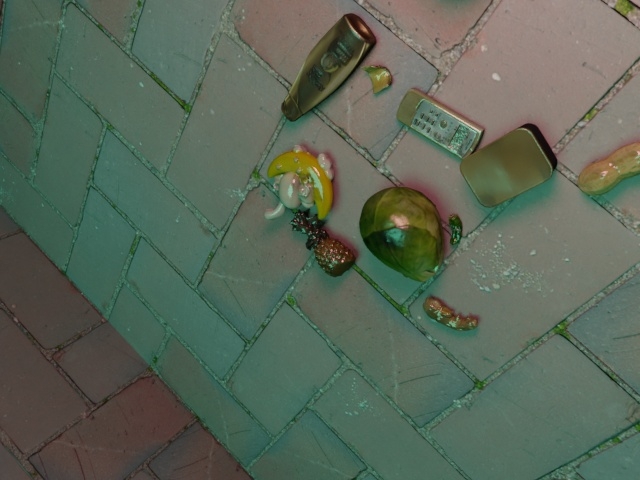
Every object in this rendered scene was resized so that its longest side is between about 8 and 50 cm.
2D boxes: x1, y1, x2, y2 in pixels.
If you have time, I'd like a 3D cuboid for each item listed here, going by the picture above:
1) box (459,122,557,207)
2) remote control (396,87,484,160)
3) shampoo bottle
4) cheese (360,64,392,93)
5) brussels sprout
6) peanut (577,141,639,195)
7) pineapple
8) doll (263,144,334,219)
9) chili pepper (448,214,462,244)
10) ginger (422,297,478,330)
[{"bbox_3d":[0.464,-0.186,1.386,0.201,0.090,0.144,-31,92,40],"label":"box"},{"bbox_3d":[0.309,-0.305,1.473,0.233,0.038,0.098,36,128,15],"label":"remote control"},{"bbox_3d":[0.006,-0.469,1.576,0.125,0.084,0.350,52,131,0],"label":"shampoo bottle"},{"bbox_3d":[0.151,-0.446,1.513,0.060,0.041,0.084,-20,115,47],"label":"cheese"},{"bbox_3d":[0.237,-0.017,1.563,0.219,0.210,0.271,-19,115,44],"label":"brussels sprout"},{"bbox_3d":[0.664,-0.161,1.263,0.187,0.082,0.082,-35,90,41],"label":"peanut"},{"bbox_3d":[0.000,0.000,1.804,0.251,0.125,0.125,47,131,20],"label":"pineapple"},{"bbox_3d":[-0.067,-0.172,1.754,0.237,0.111,0.252,10,110,19],"label":"doll"},{"bbox_3d":[0.375,-0.032,1.568,0.030,0.034,0.091,-146,43,-61],"label":"chili pepper"},{"bbox_3d":[0.383,0.226,1.675,0.173,0.051,0.069,20,128,20],"label":"ginger"}]
